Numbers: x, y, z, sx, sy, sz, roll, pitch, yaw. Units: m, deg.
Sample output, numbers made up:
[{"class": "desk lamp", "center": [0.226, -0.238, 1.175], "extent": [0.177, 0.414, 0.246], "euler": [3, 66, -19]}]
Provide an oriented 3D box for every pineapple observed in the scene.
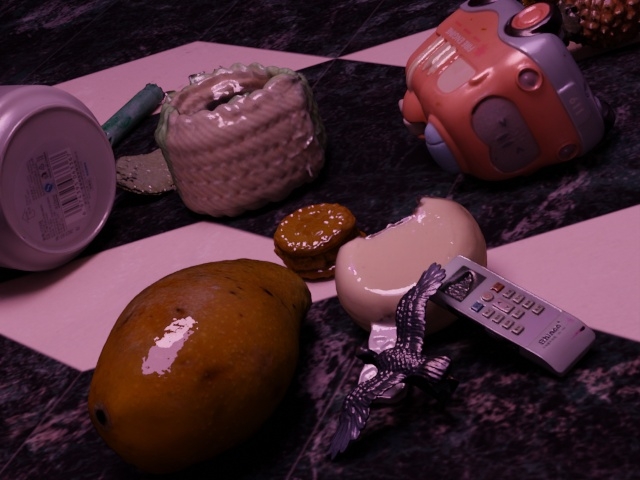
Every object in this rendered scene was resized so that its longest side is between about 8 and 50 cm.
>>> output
[{"class": "pineapple", "center": [0.307, -0.285, 1.980], "extent": [0.277, 0.119, 0.130], "euler": [-25, 46, -11]}]

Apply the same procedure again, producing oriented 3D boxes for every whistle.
[{"class": "whistle", "center": [-0.301, -0.186, 2.256], "extent": [0.039, 0.039, 0.186], "euler": [-2, 31, 29]}]

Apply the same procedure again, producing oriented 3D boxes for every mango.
[{"class": "mango", "center": [-0.113, 0.101, 1.447], "extent": [0.177, 0.175, 0.329], "euler": [29, 31, -6]}]

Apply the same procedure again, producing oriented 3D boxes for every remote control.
[{"class": "remote control", "center": [0.178, 0.073, 1.402], "extent": [0.166, 0.029, 0.065], "euler": [30, 57, 32]}]

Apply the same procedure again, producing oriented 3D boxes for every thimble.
[{"class": "thimble", "center": [-0.101, -0.138, 1.908], "extent": [0.219, 0.150, 0.219], "euler": [-15, 26, 7]}]

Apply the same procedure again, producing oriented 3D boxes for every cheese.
[{"class": "cheese", "center": [0.101, 0.060, 1.484], "extent": [0.163, 0.070, 0.249], "euler": [-16, 40, 4]}]

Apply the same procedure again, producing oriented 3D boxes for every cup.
[{"class": "cup", "center": [-0.465, -0.052, 1.918], "extent": [0.327, 0.237, 0.322], "euler": [7, 65, 40]}]

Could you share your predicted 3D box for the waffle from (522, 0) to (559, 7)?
[{"class": "waffle", "center": [0.393, -0.403, 2.058], "extent": [0.293, 0.069, 0.260], "euler": [-19, -14, -14]}]

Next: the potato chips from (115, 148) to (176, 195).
[{"class": "potato chips", "center": [-0.218, -0.127, 2.069], "extent": [0.228, 0.059, 0.167], "euler": [-39, 27, -27]}]

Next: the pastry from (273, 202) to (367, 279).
[{"class": "pastry", "center": [0.000, 0.000, 1.682], "extent": [0.109, 0.057, 0.097], "euler": [-9, 29, 20]}]

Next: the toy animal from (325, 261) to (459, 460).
[{"class": "toy animal", "center": [0.078, 0.117, 1.368], "extent": [0.108, 0.062, 0.220], "euler": [23, 70, 28]}]

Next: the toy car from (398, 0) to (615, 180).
[{"class": "toy car", "center": [0.208, -0.178, 1.771], "extent": [0.212, 0.180, 0.270], "euler": [-34, 30, 1]}]
